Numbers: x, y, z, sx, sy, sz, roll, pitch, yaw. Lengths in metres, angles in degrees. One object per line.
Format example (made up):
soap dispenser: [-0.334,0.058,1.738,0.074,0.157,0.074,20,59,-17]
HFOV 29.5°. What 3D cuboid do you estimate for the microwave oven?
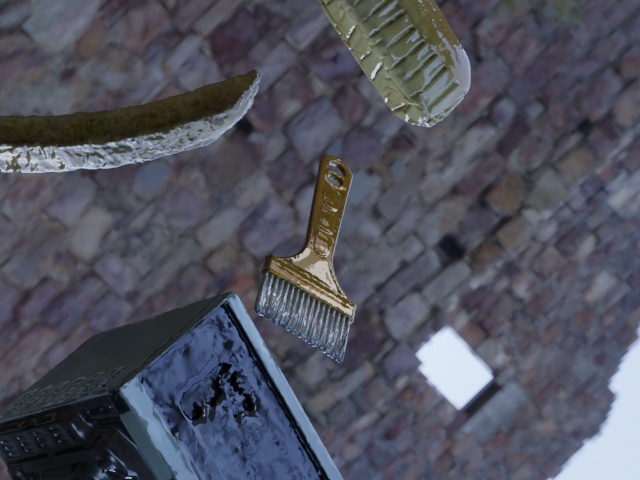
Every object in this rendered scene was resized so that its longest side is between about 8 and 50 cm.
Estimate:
microwave oven: [-0.120,0.230,1.072,0.237,0.295,0.181,-19,-164,40]

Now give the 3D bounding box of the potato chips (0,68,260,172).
potato chips: [-0.262,-0.118,1.297,0.406,0.080,0.057,-6,154,-3]

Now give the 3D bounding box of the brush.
brush: [0.000,0.000,1.205,0.013,0.103,0.272,-46,-160,36]

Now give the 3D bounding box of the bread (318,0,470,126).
bread: [0.096,-0.260,1.525,0.106,0.236,0.140,-37,-169,-10]
